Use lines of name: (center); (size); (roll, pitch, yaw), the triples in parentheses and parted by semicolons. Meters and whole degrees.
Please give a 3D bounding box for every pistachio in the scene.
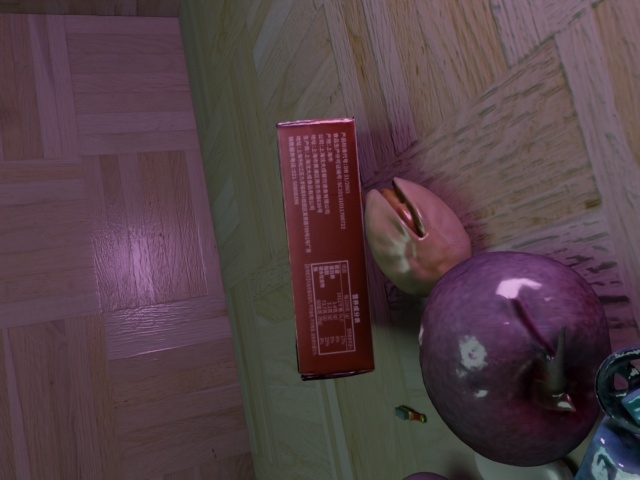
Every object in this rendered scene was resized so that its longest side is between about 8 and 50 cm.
pistachio: (0.129, -0.008, 0.783); (0.152, 0.126, 0.223); (55, -175, -45)

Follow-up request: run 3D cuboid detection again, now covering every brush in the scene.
brush: (0.154, 0.305, 0.962); (0.083, 0.021, 0.019); (168, 96, -68)

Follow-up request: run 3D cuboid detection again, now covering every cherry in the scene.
cherry: (0.195, 0.116, 0.579); (0.266, 0.183, 0.214); (-101, 20, -76)

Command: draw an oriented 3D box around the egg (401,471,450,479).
egg: (0.163, 0.442, 0.815); (0.146, 0.146, 0.199); (-163, 62, -67)

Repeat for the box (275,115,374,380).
box: (0.000, 0.000, 0.978); (0.344, 0.122, 0.386); (-121, 26, -83)

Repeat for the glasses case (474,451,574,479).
glasses case: (0.249, 0.287, 0.687); (0.164, 0.041, 0.063); (159, 101, -67)

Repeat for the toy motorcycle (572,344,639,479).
toy motorcycle: (0.293, 0.224, 0.440); (0.206, 0.154, 0.260); (29, 122, 36)
